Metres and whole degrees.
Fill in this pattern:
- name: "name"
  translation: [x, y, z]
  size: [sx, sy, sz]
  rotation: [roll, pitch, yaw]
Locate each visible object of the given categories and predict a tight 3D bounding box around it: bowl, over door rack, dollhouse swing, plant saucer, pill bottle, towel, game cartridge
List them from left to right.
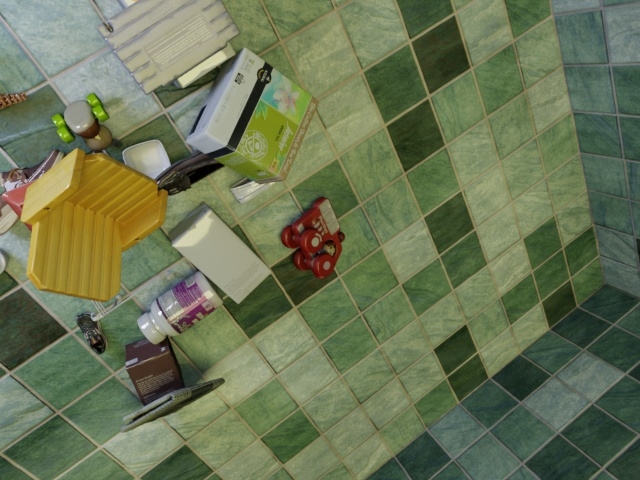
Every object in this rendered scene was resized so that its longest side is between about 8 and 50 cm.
- name: "plant saucer"
  translation: [-0.834, -0.107, 1.488]
  size: [0.259, 0.047, 0.259]
  rotation: [-31, 149, -20]
- name: "dollhouse swing"
  translation: [-0.667, -0.027, 1.394]
  size: [0.315, 0.304, 0.347]
  rotation: [-31, 151, 16]
- name: "over door rack"
  translation: [-0.741, 0.111, 1.676]
  size: [0.324, 0.108, 0.239]
  rotation: [-33, 120, -27]
- name: "bowl"
  translation: [-0.612, -0.278, 1.612]
  size: [0.142, 0.053, 0.141]
  rotation: [-23, 116, -16]
- name: "game cartridge"
  translation: [-0.445, -0.626, 1.368]
  size: [0.355, 0.068, 0.230]
  rotation: [-37, 123, -8]
- name: "towel"
  translation: [-0.586, 0.641, 1.809]
  size: [0.324, 0.056, 0.312]
  rotation: [-34, 164, 20]
- name: "pill bottle"
  translation: [-0.545, 0.265, 1.771]
  size: [0.302, 0.169, 0.169]
  rotation: [-35, 119, -9]

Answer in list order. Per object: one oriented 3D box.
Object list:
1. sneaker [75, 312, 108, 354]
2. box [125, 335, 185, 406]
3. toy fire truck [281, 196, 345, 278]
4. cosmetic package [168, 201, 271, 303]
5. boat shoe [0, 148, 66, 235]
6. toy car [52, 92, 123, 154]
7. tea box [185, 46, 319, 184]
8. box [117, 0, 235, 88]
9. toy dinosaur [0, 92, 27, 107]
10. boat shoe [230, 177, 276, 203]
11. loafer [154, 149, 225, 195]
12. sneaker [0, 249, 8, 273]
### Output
- name: "sneaker"
  translation: [-0.854, 0.354, 1.716]
  size: [0.072, 0.077, 0.178]
  rotation: [-30, 117, -14]
- name: "box"
  translation: [-0.656, 0.507, 1.809]
  size: [0.169, 0.167, 0.203]
  rotation: [-19, 115, -17]
- name: "toy fire truck"
  translation: [0.000, 0.000, 1.941]
  size: [0.254, 0.169, 0.302]
  rotation: [-42, 122, -27]
- name: "cosmetic package"
  translation: [-0.387, 0.049, 1.774]
  size: [0.197, 0.155, 0.365]
  rotation: [-43, 119, -6]
- name: "boat shoe"
  translation: [-0.964, -0.175, 1.456]
  size: [0.342, 0.123, 0.123]
  rotation: [-46, 121, 4]
- name: "toy car"
  translation: [-0.746, -0.356, 1.505]
  size: [0.155, 0.149, 0.188]
  rotation: [-34, 147, -6]
- name: "tea box"
  translation: [-0.235, -0.417, 1.594]
  size: [0.324, 0.220, 0.328]
  rotation: [28, 78, -31]
- name: "box"
  translation: [-0.469, -0.699, 1.459]
  size: [0.215, 0.168, 0.345]
  rotation: [-36, 120, -8]
- name: "toy dinosaur"
  translation: [-1.056, -0.447, 1.325]
  size: [0.322, 0.164, 0.218]
  rotation: [-13, 129, -39]
- name: "boat shoe"
  translation: [-0.231, -0.246, 1.772]
  size: [0.258, 0.095, 0.084]
  rotation: [-38, 123, -9]
- name: "loafer"
  translation: [-0.470, -0.235, 1.627]
  size: [0.302, 0.109, 0.095]
  rotation: [-41, 79, -20]
- name: "sneaker"
  translation: [-1.185, 0.076, 1.389]
  size: [0.366, 0.210, 0.137]
  rotation: [11, 104, -27]
